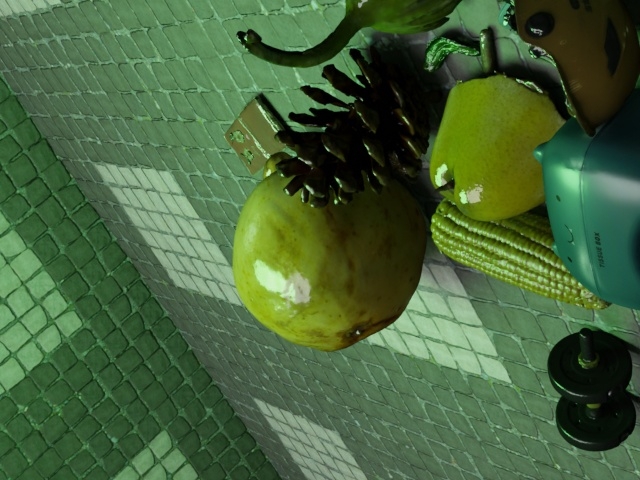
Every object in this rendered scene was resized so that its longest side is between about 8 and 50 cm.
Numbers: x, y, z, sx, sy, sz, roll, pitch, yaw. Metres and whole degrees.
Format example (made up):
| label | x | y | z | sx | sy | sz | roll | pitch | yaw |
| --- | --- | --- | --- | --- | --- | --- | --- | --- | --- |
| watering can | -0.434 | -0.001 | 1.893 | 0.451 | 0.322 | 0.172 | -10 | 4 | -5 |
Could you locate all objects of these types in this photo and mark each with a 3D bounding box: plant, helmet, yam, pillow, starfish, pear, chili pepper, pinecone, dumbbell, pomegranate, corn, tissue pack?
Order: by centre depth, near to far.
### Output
| label | x | y | z | sx | sy | sz | roll | pitch | yaw |
| --- | --- | --- | --- | --- | --- | --- | --- | --- | --- |
| helmet | 0.318 | -0.247 | 1.286 | 0.198 | 0.130 | 0.224 | 34 | -155 | -49 |
| tissue pack | 0.412 | -0.056 | 1.413 | 0.206 | 0.198 | 0.287 | 25 | 150 | 40 |
| plant | 0.041 | -0.330 | 1.480 | 0.251 | 0.333 | 0.180 | 48 | 174 | -33 |
| yam | 0.251 | -0.266 | 1.575 | 0.021 | 0.021 | 0.116 | 28 | 149 | 37 |
| pear | 0.263 | -0.109 | 1.597 | 0.267 | 0.178 | 0.267 | 32 | 161 | 13 |
| chili pepper | 0.196 | -0.294 | 1.616 | 0.055 | 0.035 | 0.118 | 44 | 149 | -24 |
| corn | 0.336 | 0.013 | 1.738 | 0.344 | 0.131 | 0.131 | 23 | 146 | 38 |
| pinecone | 0.054 | -0.183 | 1.749 | 0.244 | 0.309 | 0.244 | 54 | -171 | -13 |
| dumbbell | 0.481 | 0.267 | 1.862 | 0.143 | 0.143 | 0.325 | 27 | 149 | 38 |
| starfish | 0.143 | -0.142 | 1.936 | 0.091 | 0.028 | 0.078 | 36 | 156 | 34 |
| pomegranate | 0.000 | 0.000 | 2.007 | 0.410 | 0.410 | 0.410 | 37 | 154 | 22 |
| pillow | -0.136 | -0.223 | 2.255 | 0.126 | 0.043 | 0.232 | 49 | 155 | -3 |

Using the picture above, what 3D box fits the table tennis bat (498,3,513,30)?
| label | x | y | z | sx | sy | sz | roll | pitch | yaw |
| --- | --- | --- | --- | --- | --- | --- | --- | --- | --- |
| table tennis bat | 0.283 | -0.359 | 1.369 | 0.149 | 0.038 | 0.237 | 36 | 151 | 12 |
